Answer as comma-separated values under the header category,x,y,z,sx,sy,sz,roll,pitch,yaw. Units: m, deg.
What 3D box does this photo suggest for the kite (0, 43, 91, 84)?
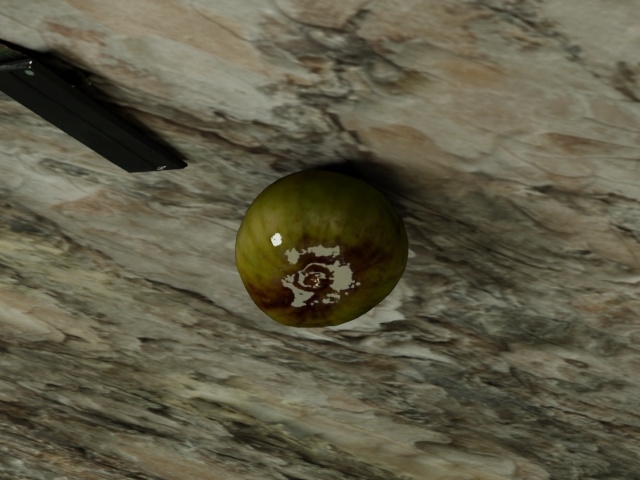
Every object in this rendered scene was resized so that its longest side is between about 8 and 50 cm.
category,x,y,z,sx,sy,sz,roll,pitch,yaw
kite,-0.285,-0.146,1.320,0.232,0.009,0.189,17,155,-18

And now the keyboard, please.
category,x,y,z,sx,sy,sz,roll,pitch,yaw
keyboard,-0.183,-0.094,1.384,0.064,0.010,0.198,-4,157,32

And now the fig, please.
category,x,y,z,sx,sy,sz,roll,pitch,yaw
fig,-0.001,0.008,1.423,0.136,0.120,0.153,20,155,-12
